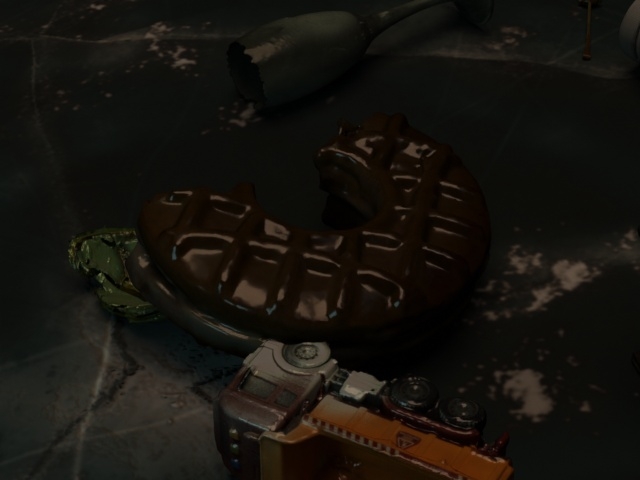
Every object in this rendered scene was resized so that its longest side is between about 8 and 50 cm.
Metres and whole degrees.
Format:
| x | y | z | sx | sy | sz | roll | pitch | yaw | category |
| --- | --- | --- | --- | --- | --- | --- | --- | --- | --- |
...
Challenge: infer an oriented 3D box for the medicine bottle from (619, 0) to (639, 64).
| x | y | z | sx | sy | sz | roll | pitch | yaw | category |
| --- | --- | --- | --- | --- | --- | --- | --- | --- | --- |
| 0.422 | -0.200 | 1.996 | 0.103 | 0.102 | 0.187 | -27 | 45 | -24 | medicine bottle |

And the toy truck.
| x | y | z | sx | sy | sz | roll | pitch | yaw | category |
| --- | --- | --- | --- | --- | --- | --- | --- | --- | --- |
| 0.040 | 0.186 | 1.576 | 0.270 | 0.114 | 0.135 | 19 | 41 | 23 | toy truck |

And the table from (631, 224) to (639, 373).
| x | y | z | sx | sy | sz | roll | pitch | yaw | category |
| --- | --- | --- | --- | --- | --- | --- | --- | --- | --- |
| 0.393 | 0.087 | 1.608 | 0.172 | 0.169 | 0.193 | -14 | 39 | -11 | table |

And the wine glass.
| x | y | z | sx | sy | sz | roll | pitch | yaw | category |
| --- | --- | --- | --- | --- | --- | --- | --- | --- | --- |
| 0.002 | -0.300 | 2.137 | 0.309 | 0.096 | 0.264 | -24 | 57 | -20 | wine glass |

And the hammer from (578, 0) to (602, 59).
| x | y | z | sx | sy | sz | roll | pitch | yaw | category |
| --- | --- | --- | --- | --- | --- | --- | --- | --- | --- |
| 0.315 | -0.251 | 2.140 | 0.029 | 0.014 | 0.123 | -4 | 42 | 15 | hammer |

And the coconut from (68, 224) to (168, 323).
| x | y | z | sx | sy | sz | roll | pitch | yaw | category |
| --- | --- | --- | --- | --- | --- | --- | --- | --- | --- |
| -0.166 | 0.034 | 1.817 | 0.133 | 0.055 | 0.158 | -23 | 45 | -22 | coconut |

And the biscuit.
| x | y | z | sx | sy | sz | roll | pitch | yaw | category |
| --- | --- | --- | --- | --- | --- | --- | --- | --- | --- |
| 0.018 | 0.007 | 1.758 | 0.366 | 0.115 | 0.268 | -26 | 52 | -34 | biscuit |
